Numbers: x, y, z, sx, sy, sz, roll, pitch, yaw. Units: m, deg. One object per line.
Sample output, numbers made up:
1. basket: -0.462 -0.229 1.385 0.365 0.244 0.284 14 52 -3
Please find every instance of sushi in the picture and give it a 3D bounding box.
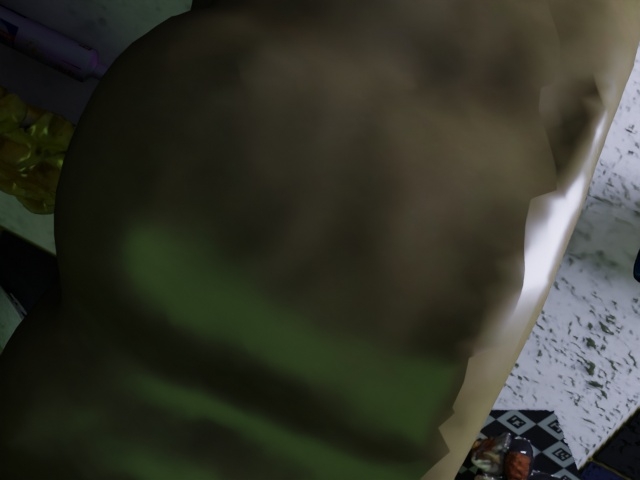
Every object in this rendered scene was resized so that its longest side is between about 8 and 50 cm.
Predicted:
1. sushi: 0.165 0.200 1.442 0.120 0.026 0.126 -4 130 30

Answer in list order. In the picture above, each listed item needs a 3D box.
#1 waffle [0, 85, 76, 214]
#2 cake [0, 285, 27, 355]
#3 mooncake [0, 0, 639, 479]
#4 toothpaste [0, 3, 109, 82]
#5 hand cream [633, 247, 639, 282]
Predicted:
1. waffle: -0.311 -0.099 1.268 0.311 0.060 0.307 22 168 -5
2. cake: -0.364 0.144 1.548 0.172 0.158 0.284 -1 130 29
3. mooncake: 0.000 0.000 1.007 0.262 0.467 0.467 25 138 4
4. toothpaste: -0.239 -0.164 1.277 0.170 0.028 0.045 26 145 3
5. hand cream: 0.365 0.045 1.173 0.270 0.061 0.120 21 139 -2
